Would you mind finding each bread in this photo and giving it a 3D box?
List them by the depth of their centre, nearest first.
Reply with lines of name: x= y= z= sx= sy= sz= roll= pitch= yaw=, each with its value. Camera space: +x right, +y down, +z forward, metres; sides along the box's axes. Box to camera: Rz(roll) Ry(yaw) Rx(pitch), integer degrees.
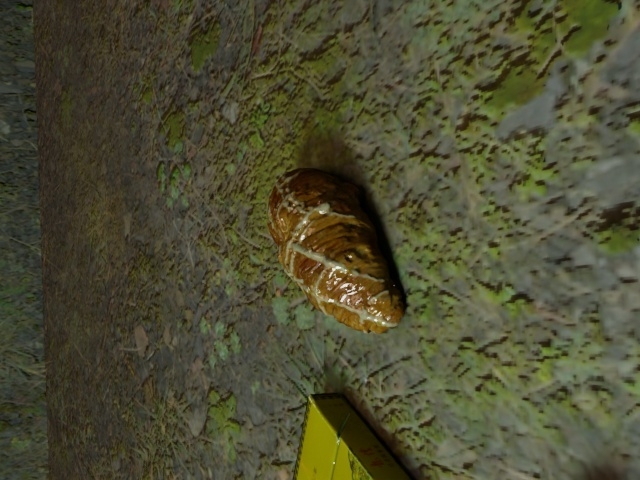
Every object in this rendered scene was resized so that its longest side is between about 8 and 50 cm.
bread: x=0.000 y=0.000 z=0.875 sx=0.233 sy=0.076 sz=0.105 roll=55 pitch=140 yaw=46

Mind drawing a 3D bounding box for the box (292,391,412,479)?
box: x=0.049 y=0.266 z=0.826 sx=0.279 sy=0.041 sz=0.153 roll=43 pitch=129 yaw=55
